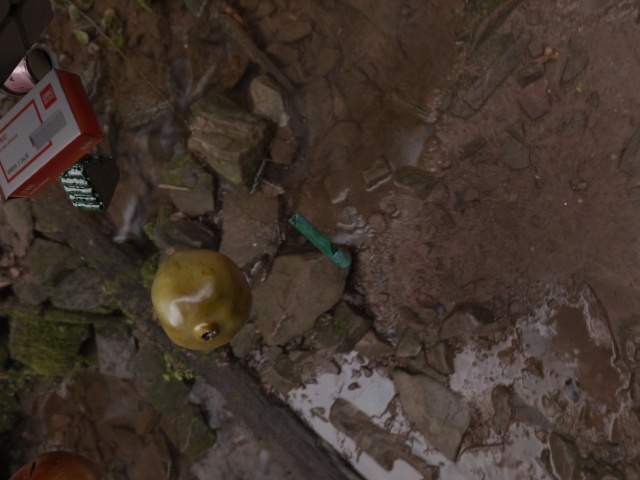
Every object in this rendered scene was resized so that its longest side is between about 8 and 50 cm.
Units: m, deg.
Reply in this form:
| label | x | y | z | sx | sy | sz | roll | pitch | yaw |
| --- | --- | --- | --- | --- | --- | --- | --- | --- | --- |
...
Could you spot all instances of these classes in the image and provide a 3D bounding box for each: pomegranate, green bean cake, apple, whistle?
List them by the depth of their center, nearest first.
| label | x | y | z | sx | sy | sz | roll | pitch | yaw |
| --- | --- | --- | --- | --- | --- | --- | --- | --- | --- |
| apple | -0.585 | 0.554 | 1.042 | 0.211 | 0.235 | 0.173 | -14 | 106 | 41 |
| pomegranate | -0.266 | 0.129 | 1.121 | 0.233 | 0.233 | 0.232 | 2 | 95 | 26 |
| whistle | 0.000 | 0.000 | 1.234 | 0.186 | 0.039 | 0.039 | 41 | 114 | -15 |
| green bean cake | -0.729 | -0.217 | 1.572 | 0.107 | 0.208 | 0.193 | -1 | 137 | 4 |

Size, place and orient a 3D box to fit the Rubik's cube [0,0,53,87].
| label | x | y | z | sx | sy | sz | roll | pitch | yaw |
| --- | --- | --- | --- | --- | --- | --- | --- | --- | --- |
| Rubik's cube | -0.544 | -0.321 | 0.514 | 0.338 | 0.343 | 0.344 | 20 | 63 | -9 |

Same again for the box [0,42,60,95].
| label | x | y | z | sx | sy | sz | roll | pitch | yaw |
| --- | --- | --- | --- | --- | --- | --- | --- | --- | --- |
| box | -0.811 | -0.477 | 1.368 | 0.135 | 0.151 | 0.151 | 5 | 96 | 15 |

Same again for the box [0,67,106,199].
| label | x | y | z | sx | sy | sz | roll | pitch | yaw |
| --- | --- | --- | --- | --- | --- | --- | --- | --- | --- |
| box | -0.468 | -0.170 | 0.827 | 0.230 | 0.050 | 0.122 | -27 | 83 | 25 |
